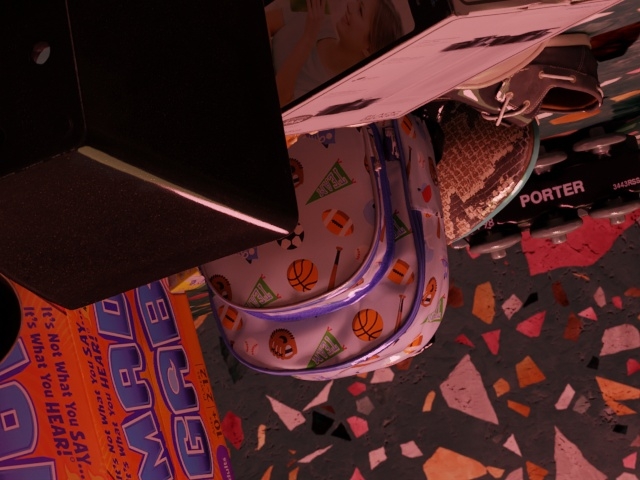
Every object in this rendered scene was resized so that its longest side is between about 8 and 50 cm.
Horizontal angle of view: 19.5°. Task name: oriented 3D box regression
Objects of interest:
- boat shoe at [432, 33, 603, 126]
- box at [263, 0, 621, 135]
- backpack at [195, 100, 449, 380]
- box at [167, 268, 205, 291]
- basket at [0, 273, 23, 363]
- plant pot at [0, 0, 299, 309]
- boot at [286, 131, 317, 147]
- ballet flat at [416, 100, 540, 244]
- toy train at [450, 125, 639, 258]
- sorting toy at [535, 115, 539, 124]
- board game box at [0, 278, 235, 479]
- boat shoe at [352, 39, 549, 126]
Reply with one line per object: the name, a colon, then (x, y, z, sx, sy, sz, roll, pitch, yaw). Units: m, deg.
boat shoe: (0.182, -0.148, 1.790, 0.233, 0.079, 0.084, -9, 173, -38)
box: (0.063, -0.159, 1.322, 0.169, 0.087, 0.290, -12, 173, -34)
backpack: (0.000, 0.000, 1.777, 0.276, 0.263, 0.213, -17, 174, 22)
box: (-0.139, -0.009, 2.084, 0.043, 0.105, 0.179, -7, 172, -17)
basket: (-0.444, 0.098, 2.094, 0.204, 0.154, 0.227, -8, 176, -14)
plant pot: (-0.147, -0.079, 1.125, 0.187, 0.188, 0.167, -19, 162, 28)
boot: (-0.120, -0.087, 1.488, 0.295, 0.104, 0.211, -20, 176, -44)
ballet flat: (0.051, -0.057, 2.028, 0.182, 0.164, 0.483, 8, 167, -21)
toy train: (0.314, -0.069, 2.641, 0.334, 0.142, 0.190, -16, -176, -1)
sorting toy: (0.187, -0.138, 2.084, 0.083, 0.045, 0.075, -11, 180, -43)
board game box: (-0.372, 0.228, 2.436, 0.356, 0.356, 0.356, -18, 173, 20)
boat shoe: (0.095, -0.164, 1.600, 0.206, 0.075, 0.065, -21, -143, 0)
